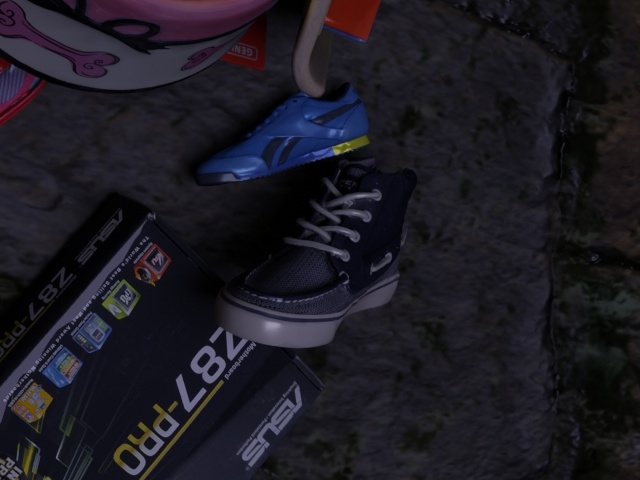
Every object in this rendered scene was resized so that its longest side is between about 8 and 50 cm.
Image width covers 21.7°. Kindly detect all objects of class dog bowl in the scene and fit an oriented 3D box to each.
[{"bbox_3d":[-0.162,-0.339,1.439,0.408,0.150,0.408,6,80,-34],"label":"dog bowl"}]

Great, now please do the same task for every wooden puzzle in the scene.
[{"bbox_3d":[0.056,-0.330,1.567,0.080,0.322,0.348,15,110,-3],"label":"wooden puzzle"}]

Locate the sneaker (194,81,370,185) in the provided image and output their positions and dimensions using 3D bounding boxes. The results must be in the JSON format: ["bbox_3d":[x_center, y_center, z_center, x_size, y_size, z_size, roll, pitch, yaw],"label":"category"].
[{"bbox_3d":[-0.045,-0.112,1.758,0.209,0.069,0.082,-19,100,-25],"label":"sneaker"}]

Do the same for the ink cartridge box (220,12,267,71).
[{"bbox_3d":[-0.143,-0.309,1.576,0.275,0.060,0.239,12,72,-35],"label":"ink cartridge box"}]

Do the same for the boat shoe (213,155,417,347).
[{"bbox_3d":[0.000,0.000,1.709,0.340,0.127,0.158,-26,131,-68],"label":"boat shoe"}]

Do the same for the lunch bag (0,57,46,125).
[{"bbox_3d":[-0.395,-0.144,1.493,0.293,0.120,0.258,-42,128,-17],"label":"lunch bag"}]

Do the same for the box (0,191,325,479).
[{"bbox_3d":[-0.225,0.198,1.721,0.395,0.097,0.318,-49,127,-11],"label":"box"}]
